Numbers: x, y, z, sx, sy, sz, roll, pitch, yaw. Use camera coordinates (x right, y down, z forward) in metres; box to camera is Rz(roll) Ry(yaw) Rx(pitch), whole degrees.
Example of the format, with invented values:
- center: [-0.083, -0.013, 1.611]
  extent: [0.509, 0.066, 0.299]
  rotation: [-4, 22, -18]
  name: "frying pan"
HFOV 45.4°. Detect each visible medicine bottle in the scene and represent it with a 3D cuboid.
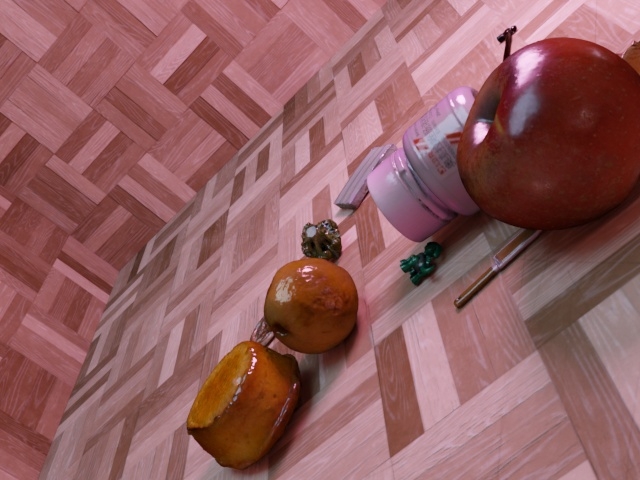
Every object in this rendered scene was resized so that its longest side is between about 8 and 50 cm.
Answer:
- center: [0.276, -0.160, 1.678]
  extent: [0.302, 0.241, 0.241]
  rotation: [-40, 23, 24]
  name: "medicine bottle"

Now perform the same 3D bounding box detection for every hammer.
- center: [0.524, -0.544, 2.155]
  extent: [0.065, 0.021, 0.178]
  rotation: [-33, 29, 38]
  name: "hammer"

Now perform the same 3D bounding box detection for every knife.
- center: [0.352, 0.036, 1.501]
  extent: [0.256, 0.022, 0.046]
  rotation: [-45, 17, 11]
  name: "knife"

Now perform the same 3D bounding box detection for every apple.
- center: [0.415, -0.185, 1.361]
  extent: [0.348, 0.277, 0.348]
  rotation: [-160, 90, -78]
  name: "apple"

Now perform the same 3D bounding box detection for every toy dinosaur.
- center: [0.229, 0.046, 1.691]
  extent: [0.096, 0.059, 0.132]
  rotation: [-39, 15, 12]
  name: "toy dinosaur"

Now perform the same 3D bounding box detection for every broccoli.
- center: [0.000, 0.000, 2.133]
  extent: [0.130, 0.120, 0.131]
  rotation: [-3, 64, 29]
  name: "broccoli"

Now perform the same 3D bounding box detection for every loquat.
- center: [-0.020, 0.150, 1.777]
  extent: [0.238, 0.238, 0.193]
  rotation: [-76, 12, -50]
  name: "loquat"

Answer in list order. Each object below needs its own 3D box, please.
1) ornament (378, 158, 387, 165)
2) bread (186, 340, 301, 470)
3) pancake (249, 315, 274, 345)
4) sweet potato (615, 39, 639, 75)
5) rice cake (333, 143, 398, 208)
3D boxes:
- center: [0.204, -0.222, 2.212]
  extent: [0.068, 0.041, 0.092]
  rotation: [-21, 15, 10]
  name: "ornament"
- center: [-0.173, 0.372, 1.768]
  extent: [0.312, 0.172, 0.312]
  rotation: [-44, 22, 22]
  name: "bread"
- center: [-0.152, 0.248, 2.148]
  extent: [0.139, 0.022, 0.139]
  rotation: [-42, 22, 21]
  name: "pancake"
- center: [0.536, -0.303, 1.561]
  extent: [0.131, 0.131, 0.337]
  rotation: [-57, 22, -19]
  name: "sweet potato"
- center: [0.135, -0.194, 2.299]
  extent: [0.237, 0.043, 0.127]
  rotation: [-56, 23, -15]
  name: "rice cake"
